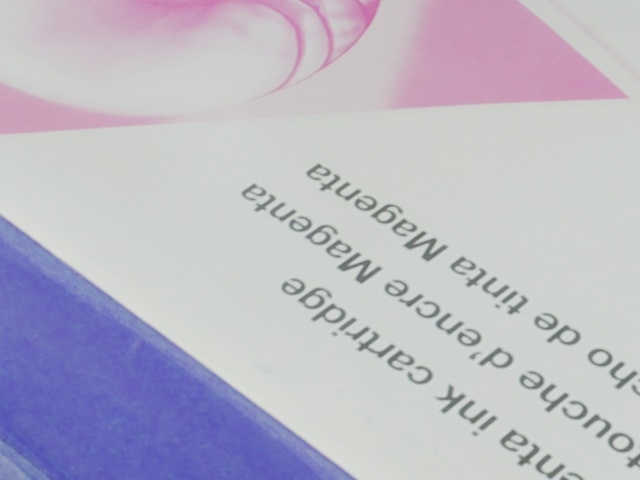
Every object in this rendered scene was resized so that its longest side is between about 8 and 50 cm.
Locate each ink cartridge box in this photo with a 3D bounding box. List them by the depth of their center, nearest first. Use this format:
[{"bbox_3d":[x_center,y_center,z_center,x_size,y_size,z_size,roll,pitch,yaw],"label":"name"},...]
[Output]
[{"bbox_3d":[0.000,0.000,0.508,0.324,0.071,0.330,33,48,30],"label":"ink cartridge box"}]
